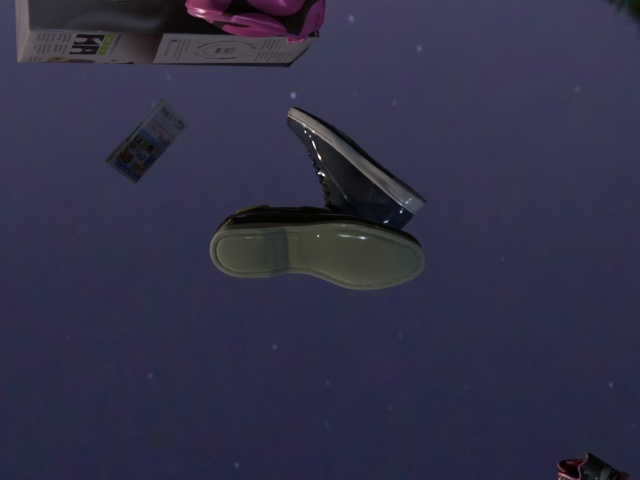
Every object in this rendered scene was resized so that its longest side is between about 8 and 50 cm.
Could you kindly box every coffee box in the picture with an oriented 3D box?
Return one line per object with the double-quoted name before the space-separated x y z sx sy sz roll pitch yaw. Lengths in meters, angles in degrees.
"coffee box" -0.162 -0.275 1.299 0.297 0.168 0.119 -1 172 -19

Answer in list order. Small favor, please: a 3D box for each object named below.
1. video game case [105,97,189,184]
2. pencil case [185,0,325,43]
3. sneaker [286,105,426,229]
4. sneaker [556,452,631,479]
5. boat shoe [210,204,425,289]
"video game case" -0.250 -0.143 1.818 0.011 0.087 0.122 41 -92 25
"pencil case" -0.015 -0.233 0.827 0.098 0.209 0.095 17 -171 -12
"sneaker" 0.004 -0.060 1.647 0.226 0.086 0.163 42 -80 19
"sneaker" 0.246 0.229 1.194 0.057 0.119 0.047 36 -117 0
"boat shoe" 0.000 0.000 1.341 0.228 0.081 0.068 4 -151 6
